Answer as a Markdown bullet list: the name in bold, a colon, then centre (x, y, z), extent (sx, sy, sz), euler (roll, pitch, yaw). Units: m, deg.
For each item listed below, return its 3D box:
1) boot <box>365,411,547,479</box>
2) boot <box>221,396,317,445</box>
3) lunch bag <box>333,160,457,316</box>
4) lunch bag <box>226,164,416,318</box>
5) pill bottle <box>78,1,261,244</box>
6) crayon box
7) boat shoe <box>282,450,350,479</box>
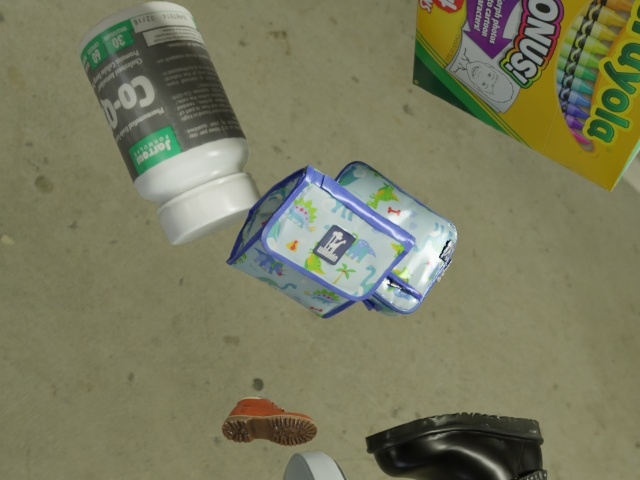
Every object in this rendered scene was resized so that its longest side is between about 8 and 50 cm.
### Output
- **boot**: centre (0.236, 0.397, 0.975), extent (0.348, 0.131, 0.260), euler (10, 57, -26)
- **boot**: centre (-0.078, 0.297, 1.112), extent (0.084, 0.158, 0.059), euler (-64, 154, -66)
- **lunch bag**: centre (0.085, 0.003, 1.006), extent (0.219, 0.090, 0.176), euler (38, 74, -1)
- **lunch bag**: centre (0.000, 0.000, 0.650), extent (0.129, 0.151, 0.096), euler (32, 51, -18)
- **pill bottle**: centre (-0.242, -0.189, 1.110), extent (0.204, 0.204, 0.361), euler (-22, 87, -42)
- **crayon box**: centre (0.266, -0.263, 0.755), extent (0.313, 0.363, 0.106), euler (36, 69, 22)
- **boat shoe**: centre (0.061, 0.277, 0.444), extent (0.105, 0.113, 0.306), euler (-1, 37, -27)
